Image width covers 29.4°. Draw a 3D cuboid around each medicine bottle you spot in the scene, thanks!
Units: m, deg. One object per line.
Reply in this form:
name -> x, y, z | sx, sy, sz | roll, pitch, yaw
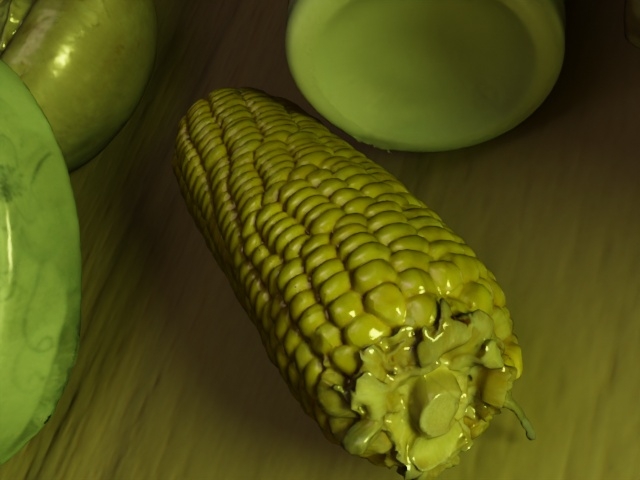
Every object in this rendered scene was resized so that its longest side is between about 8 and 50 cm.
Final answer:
medicine bottle -> 0.058, -0.181, 0.665 | 0.145, 0.144, 0.252 | -23, 42, 33

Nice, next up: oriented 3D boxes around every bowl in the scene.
bowl -> -0.310, 0.014, 0.760 | 0.307, 0.163, 0.307 | 1, 92, 37

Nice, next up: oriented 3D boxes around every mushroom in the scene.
mushroom -> -0.235, -0.151, 0.890 | 0.207, 0.215, 0.207 | -38, 34, 32

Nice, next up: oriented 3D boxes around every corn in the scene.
corn -> 0.000, 0.000, 0.608 | 0.106, 0.106, 0.305 | -47, 34, 6

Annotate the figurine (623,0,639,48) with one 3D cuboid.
figurine -> 0.195, -0.239, 0.539 | 0.247, 0.177, 0.173 | -57, 17, -27
